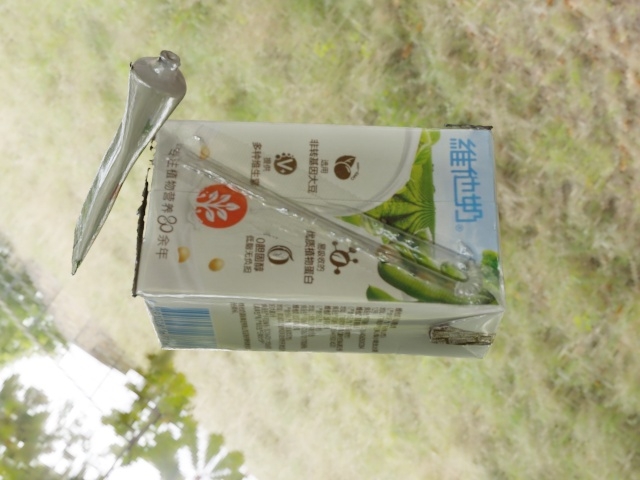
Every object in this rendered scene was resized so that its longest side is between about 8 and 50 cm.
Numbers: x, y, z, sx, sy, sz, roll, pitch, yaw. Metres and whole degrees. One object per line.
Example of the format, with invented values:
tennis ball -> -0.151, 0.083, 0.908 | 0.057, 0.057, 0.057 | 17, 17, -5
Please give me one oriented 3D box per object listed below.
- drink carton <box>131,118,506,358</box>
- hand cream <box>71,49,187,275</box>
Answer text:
drink carton -> -0.001, 0.000, 0.884 | 0.325, 0.194, 0.132 | 2, 153, 1
hand cream -> -0.126, -0.050, 0.582 | 0.037, 0.165, 0.057 | 18, -143, -23
